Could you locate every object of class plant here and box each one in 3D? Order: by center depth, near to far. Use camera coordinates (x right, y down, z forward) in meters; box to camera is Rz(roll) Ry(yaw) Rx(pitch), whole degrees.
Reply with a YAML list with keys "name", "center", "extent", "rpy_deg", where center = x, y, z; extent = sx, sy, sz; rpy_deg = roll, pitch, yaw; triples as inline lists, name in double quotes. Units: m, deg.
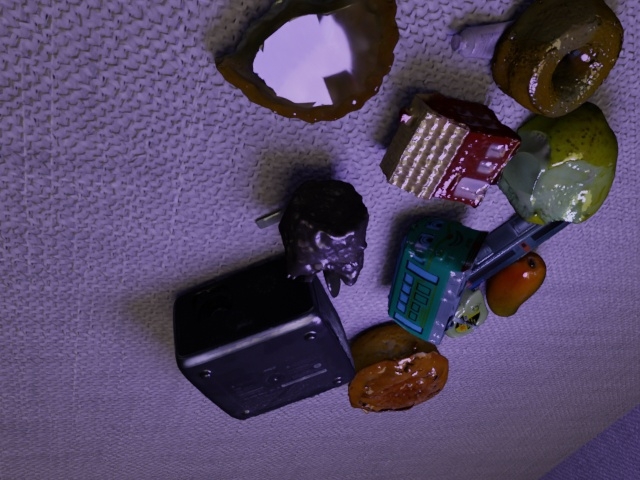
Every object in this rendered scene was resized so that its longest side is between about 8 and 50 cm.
- name: "plant"
  center: [0.000, 0.000, 1.221]
  extent: [0.189, 0.198, 0.276]
  rpy_deg: [-9, 146, -13]

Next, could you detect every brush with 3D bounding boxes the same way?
- name: "brush"
  center: [-0.070, -0.066, 1.280]
  extent: [0.179, 0.030, 0.033]
  rpy_deg: [-25, 146, 8]

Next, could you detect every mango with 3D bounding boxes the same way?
- name: "mango"
  center: [0.578, 0.136, 1.614]
  extent: [0.146, 0.129, 0.289]
  rpy_deg: [-17, 142, -28]

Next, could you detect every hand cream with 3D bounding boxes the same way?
- name: "hand cream"
  center: [0.320, -0.393, 1.060]
  extent: [0.142, 0.053, 0.084]
  rpy_deg: [-14, 140, -26]

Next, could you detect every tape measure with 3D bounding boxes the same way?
- name: "tape measure"
  center: [0.442, 0.221, 1.682]
  extent: [0.175, 0.106, 0.200]
  rpy_deg: [-37, 137, 1]

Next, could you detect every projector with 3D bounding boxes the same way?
- name: "projector"
  center: [-0.140, 0.284, 1.461]
  extent: [0.396, 0.242, 0.405]
  rpy_deg: [-21, 138, 3]

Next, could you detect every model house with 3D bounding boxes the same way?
- name: "model house"
  center: [0.255, -0.199, 1.153]
  extent: [0.254, 0.160, 0.196]
  rpy_deg: [9, 131, -23]

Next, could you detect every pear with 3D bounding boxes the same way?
- name: "pear"
  center: [0.593, -0.188, 1.261]
  extent: [0.287, 0.176, 0.281]
  rpy_deg: [-3, 133, -16]

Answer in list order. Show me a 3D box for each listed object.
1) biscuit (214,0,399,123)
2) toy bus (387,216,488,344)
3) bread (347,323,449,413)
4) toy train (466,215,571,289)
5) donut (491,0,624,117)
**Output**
- name: "biscuit"
  center: [-0.002, -0.355, 0.971]
  extent: [0.330, 0.078, 0.335]
  rpy_deg: [8, 134, -30]
- name: "toy bus"
  center: [0.298, 0.099, 1.434]
  extent: [0.200, 0.183, 0.343]
  rpy_deg: [25, 137, 18]
- name: "bread"
  center: [0.237, 0.423, 1.756]
  extent: [0.337, 0.204, 0.358]
  rpy_deg: [-14, 141, -7]
- name: "toy train"
  center: [0.549, -0.014, 1.485]
  extent: [0.409, 0.086, 0.089]
  rpy_deg: [-39, 131, 22]
- name: "donut"
  center: [0.491, -0.362, 1.084]
  extent: [0.272, 0.107, 0.272]
  rpy_deg: [-15, 141, -12]
